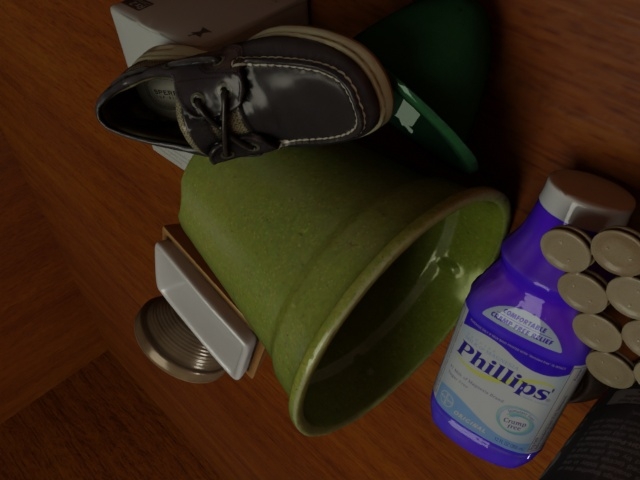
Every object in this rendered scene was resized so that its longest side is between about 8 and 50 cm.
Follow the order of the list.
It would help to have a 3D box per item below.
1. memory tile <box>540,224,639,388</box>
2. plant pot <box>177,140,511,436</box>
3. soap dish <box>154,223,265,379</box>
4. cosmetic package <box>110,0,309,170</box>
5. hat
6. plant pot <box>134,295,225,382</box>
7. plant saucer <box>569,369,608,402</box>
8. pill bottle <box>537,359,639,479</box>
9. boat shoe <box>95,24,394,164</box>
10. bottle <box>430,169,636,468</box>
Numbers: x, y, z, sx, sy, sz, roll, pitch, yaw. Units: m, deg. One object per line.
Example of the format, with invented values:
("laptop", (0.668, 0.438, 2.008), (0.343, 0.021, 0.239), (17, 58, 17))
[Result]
("memory tile", (0.221, 0.052, 0.392), (0.113, 0.012, 0.148), (1, 124, 54))
("plant pot", (0.000, 0.000, 0.574), (0.254, 0.276, 0.276), (41, 149, 29))
("soap dish", (-0.196, 0.115, 1.120), (0.291, 0.118, 0.229), (45, 150, 14))
("cosmetic package", (-0.111, -0.182, 0.650), (0.151, 0.151, 0.184), (34, 145, 30))
("hat", (0.119, -0.179, 0.463), (0.173, 0.183, 0.208), (43, -173, 14))
("plant pot", (-0.281, 0.191, 1.280), (0.237, 0.237, 0.110), (45, 111, 15))
("plant saucer", (0.224, 0.110, 0.607), (0.168, 0.029, 0.168), (36, 145, 30))
("pill bottle", (0.239, 0.249, 0.436), (0.176, 0.318, 0.176), (36, 146, 30))
("boat shoe", (-0.077, -0.107, 0.464), (0.285, 0.092, 0.103), (14, 140, 36))
("bottle", (0.186, 0.077, 0.512), (0.118, 0.092, 0.283), (28, 127, 24))
